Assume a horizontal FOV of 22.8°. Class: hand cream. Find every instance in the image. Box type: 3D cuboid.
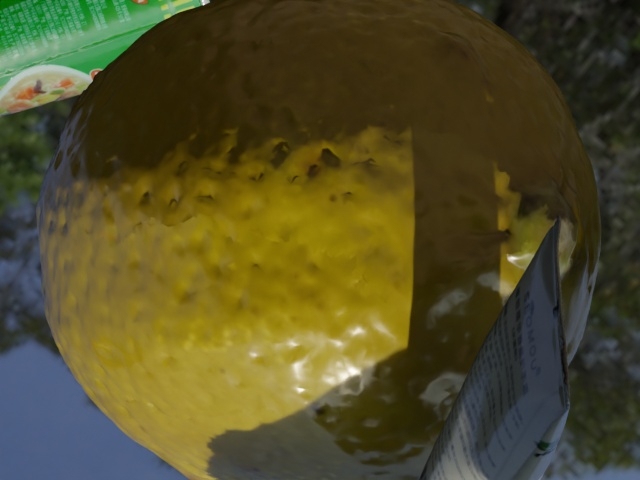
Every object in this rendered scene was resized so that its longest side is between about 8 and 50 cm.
[{"bbox_3d":[0.080,0.080,0.690,0.050,0.234,0.080,3,-120,-5],"label":"hand cream"}]

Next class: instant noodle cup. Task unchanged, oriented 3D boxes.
[{"bbox_3d":[-0.228,-0.201,1.306,0.207,0.232,0.207,157,90,-82],"label":"instant noodle cup"}]

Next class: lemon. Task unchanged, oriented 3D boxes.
[{"bbox_3d":[-0.002,0.001,0.932,0.336,0.336,0.336,33,-160,-13],"label":"lemon"}]
